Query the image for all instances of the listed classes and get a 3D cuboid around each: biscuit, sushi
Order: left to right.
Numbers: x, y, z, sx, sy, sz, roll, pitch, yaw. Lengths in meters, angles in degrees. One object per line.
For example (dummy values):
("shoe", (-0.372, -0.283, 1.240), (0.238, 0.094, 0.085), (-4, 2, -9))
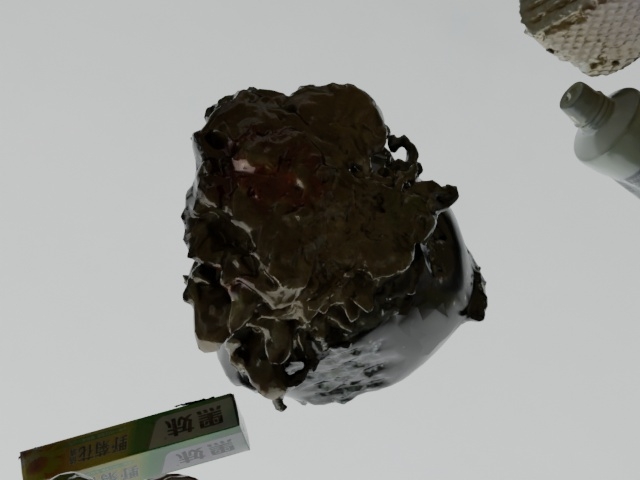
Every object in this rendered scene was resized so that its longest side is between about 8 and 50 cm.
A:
("sushi", (-0.001, -0.003, 1.429), (0.225, 0.218, 0.238), (-22, -129, -1))
("biscuit", (0.275, -0.208, 1.434), (0.108, 0.239, 0.062), (25, -133, -46))

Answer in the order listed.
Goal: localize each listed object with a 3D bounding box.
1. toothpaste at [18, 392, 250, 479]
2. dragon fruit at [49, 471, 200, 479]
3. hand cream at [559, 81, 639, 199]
("toothpaste", (-0.147, 0.167, 1.482), (0.178, 0.043, 0.037), (-15, -131, 0))
("dragon fruit", (-0.095, 0.256, 1.093), (0.231, 0.302, 0.237), (10, -109, 11))
("hand cream", (0.340, -0.034, 1.635), (0.341, 0.124, 0.078), (34, -105, -22))
